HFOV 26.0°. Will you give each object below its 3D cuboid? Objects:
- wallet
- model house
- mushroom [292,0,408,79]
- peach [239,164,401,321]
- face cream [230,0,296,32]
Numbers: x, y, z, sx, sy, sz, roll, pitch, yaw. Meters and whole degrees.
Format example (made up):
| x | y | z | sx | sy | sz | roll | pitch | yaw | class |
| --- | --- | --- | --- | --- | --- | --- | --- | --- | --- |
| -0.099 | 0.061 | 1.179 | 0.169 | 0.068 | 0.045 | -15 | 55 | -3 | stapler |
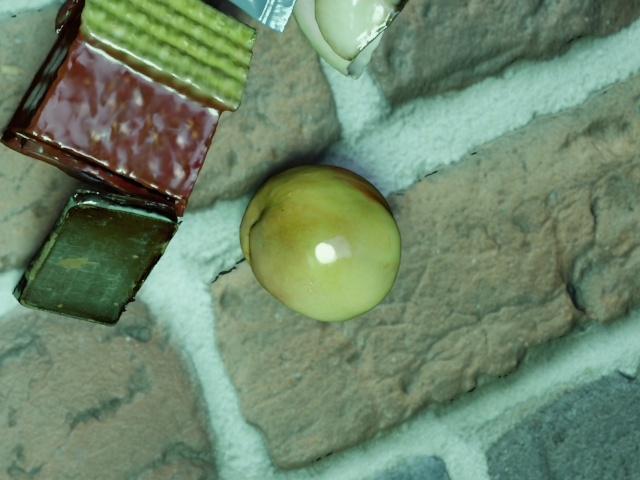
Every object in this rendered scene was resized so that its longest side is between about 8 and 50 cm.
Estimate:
| x | y | z | sx | sy | sz | roll | pitch | yaw | class |
| --- | --- | --- | --- | --- | --- | --- | --- | --- | --- |
| -0.237 | 0.018 | 1.457 | 0.122 | 0.232 | 0.031 | 13 | 55 | -22 | wallet |
| -0.189 | -0.171 | 1.453 | 0.196 | 0.160 | 0.254 | 25 | 90 | -20 | model house |
| 0.010 | -0.279 | 1.504 | 0.173 | 0.236 | 0.162 | 32 | 124 | 0 | mushroom |
| 0.000 | 0.000 | 1.540 | 0.184 | 0.184 | 0.184 | -3 | 101 | -18 | peach |
| -0.184 | -0.351 | 1.394 | 0.385 | 0.086 | 0.136 | 26 | 105 | 2 | face cream |
